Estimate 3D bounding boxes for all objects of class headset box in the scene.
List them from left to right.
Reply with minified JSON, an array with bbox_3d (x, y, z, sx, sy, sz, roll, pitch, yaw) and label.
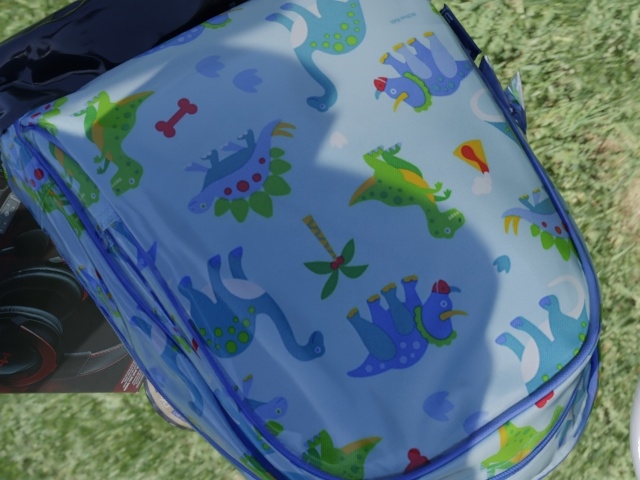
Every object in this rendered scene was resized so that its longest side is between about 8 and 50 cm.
[{"bbox_3d":[-0.233,0.021,0.870,0.110,0.293,0.218,46,114,38],"label":"headset box"}]

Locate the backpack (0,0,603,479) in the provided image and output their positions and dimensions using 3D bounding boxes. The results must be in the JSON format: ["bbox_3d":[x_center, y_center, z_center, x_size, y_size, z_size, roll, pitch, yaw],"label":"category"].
[{"bbox_3d":[0.000,0.000,0.573,0.355,0.290,0.273,64,161,-3],"label":"backpack"}]

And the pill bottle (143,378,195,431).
[{"bbox_3d":[-0.092,0.117,1.058,0.123,0.123,0.219,56,136,4],"label":"pill bottle"}]

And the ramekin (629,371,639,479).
[{"bbox_3d":[0.400,0.159,0.859,0.273,0.127,0.273,0,92,6],"label":"ramekin"}]
